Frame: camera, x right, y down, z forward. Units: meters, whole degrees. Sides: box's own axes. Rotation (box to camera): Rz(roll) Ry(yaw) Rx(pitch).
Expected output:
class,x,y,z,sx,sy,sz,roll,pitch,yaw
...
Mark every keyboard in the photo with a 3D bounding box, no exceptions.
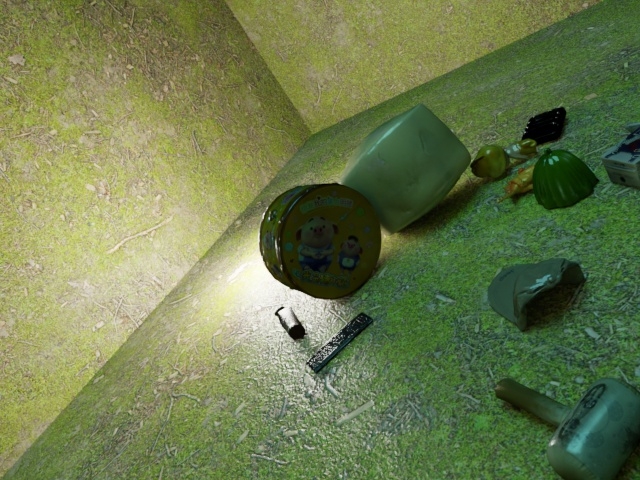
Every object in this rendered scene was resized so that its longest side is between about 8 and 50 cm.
class,x,y,z,sx,sy,sz,roll,pitch,yaw
keyboard,0.060,0.322,1.660,0.250,0.017,0.087,-41,24,-11

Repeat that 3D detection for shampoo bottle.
class,x,y,z,sx,sy,sz,roll,pitch,yaw
shampoo bottle,-0.117,0.297,1.911,0.068,0.067,0.236,-29,20,-9

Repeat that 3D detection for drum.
class,x,y,z,sx,sy,sz,roll,pitch,yaw
drum,0.000,0.000,1.885,0.431,0.431,0.214,-43,22,-19

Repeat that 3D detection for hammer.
class,x,y,z,sx,sy,sz,roll,pitch,yaw
hammer,0.442,0.328,0.984,0.202,0.113,0.305,-39,17,-17

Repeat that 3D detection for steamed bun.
class,x,y,z,sx,sy,sz,roll,pitch,yaw
steamed bun,0.309,-0.263,1.947,0.456,0.371,0.290,-46,8,13

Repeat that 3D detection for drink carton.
class,x,y,z,sx,sy,sz,roll,pitch,yaw
drink carton,0.933,-0.252,1.458,0.222,0.101,0.134,-37,24,0

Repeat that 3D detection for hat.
class,x,y,z,sx,sy,sz,roll,pitch,yaw
hat,0.517,0.098,1.311,0.214,0.149,0.245,-39,32,-9

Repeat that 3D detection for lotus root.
class,x,y,z,sx,sy,sz,roll,pitch,yaw
lotus root,0.726,-0.214,1.588,0.186,0.186,0.186,-30,22,14

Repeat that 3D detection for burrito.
class,x,y,z,sx,sy,sz,roll,pitch,yaw
burrito,1.025,-0.342,1.555,0.064,0.064,0.203,-45,26,-23

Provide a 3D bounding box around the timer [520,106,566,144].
class,x,y,z,sx,sy,sz,roll,pitch,yaw
timer,0.864,-0.433,1.996,0.144,0.055,0.187,-14,34,46

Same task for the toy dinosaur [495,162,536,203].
class,x,y,z,sx,sy,sz,roll,pitch,yaw
toy dinosaur,0.682,-0.197,1.755,0.288,0.070,0.117,-35,10,-10

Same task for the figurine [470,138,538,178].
class,x,y,z,sx,sy,sz,roll,pitch,yaw
figurine,0.677,-0.311,1.937,0.247,0.131,0.156,-25,57,6
